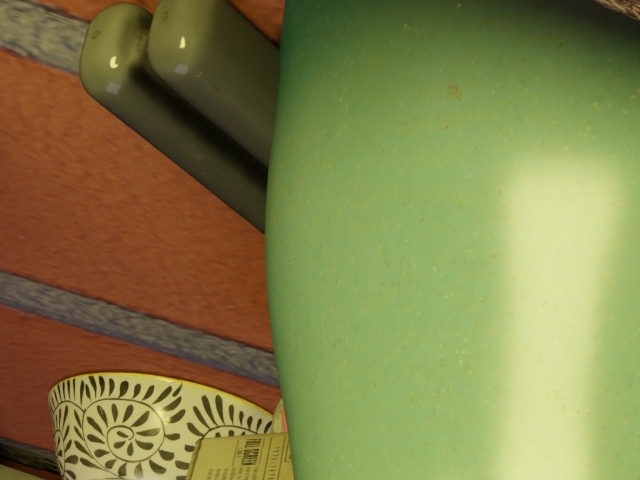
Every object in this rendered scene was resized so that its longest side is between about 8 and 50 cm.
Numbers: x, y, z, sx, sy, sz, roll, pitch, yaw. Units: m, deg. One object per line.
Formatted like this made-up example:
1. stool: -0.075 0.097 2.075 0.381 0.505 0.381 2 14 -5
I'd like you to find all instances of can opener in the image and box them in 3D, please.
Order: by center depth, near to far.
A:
1. can opener: 0.000 0.000 0.789 0.076 0.095 0.283 -10 147 34

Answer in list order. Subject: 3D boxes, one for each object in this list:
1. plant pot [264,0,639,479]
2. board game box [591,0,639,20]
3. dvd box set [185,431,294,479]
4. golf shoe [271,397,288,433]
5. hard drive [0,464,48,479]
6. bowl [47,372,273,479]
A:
1. plant pot: 0.098 0.022 0.619 0.272 0.255 0.271 9 154 4
2. board game box: 0.042 -0.188 0.353 0.291 0.141 0.232 19 152 -16
3. dvd box set: 0.137 0.156 0.786 0.420 0.062 0.307 -5 -164 3
4. golf shoe: 0.114 0.142 1.031 0.306 0.115 0.140 23 160 -7
5. hard drive: -0.298 0.191 1.307 0.255 0.054 0.172 18 159 -13
6. bowl: -0.105 0.157 1.154 0.170 0.080 0.170 9 154 4
